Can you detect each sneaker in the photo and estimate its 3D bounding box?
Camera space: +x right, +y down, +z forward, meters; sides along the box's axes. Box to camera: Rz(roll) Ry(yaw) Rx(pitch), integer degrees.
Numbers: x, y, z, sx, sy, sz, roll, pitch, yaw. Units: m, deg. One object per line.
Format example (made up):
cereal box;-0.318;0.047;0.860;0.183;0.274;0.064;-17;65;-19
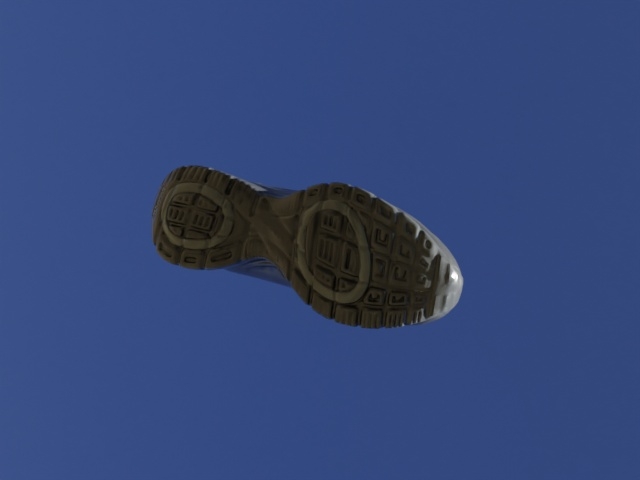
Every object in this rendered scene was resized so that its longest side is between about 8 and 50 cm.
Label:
sneaker;0.000;0.000;1.142;0.286;0.130;0.109;19;-84;32
